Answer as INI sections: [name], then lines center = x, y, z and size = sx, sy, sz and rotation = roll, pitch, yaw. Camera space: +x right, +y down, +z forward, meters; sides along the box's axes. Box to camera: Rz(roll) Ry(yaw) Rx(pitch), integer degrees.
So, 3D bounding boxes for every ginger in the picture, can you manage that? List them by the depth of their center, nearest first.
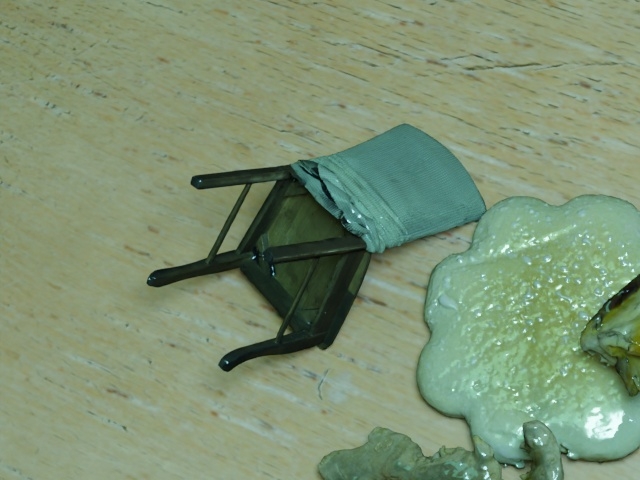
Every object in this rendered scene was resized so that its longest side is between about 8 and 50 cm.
[ginger]
center = 0.115, 0.256, 1.663
size = 0.258, 0.065, 0.149
rotation = -5, 84, 24

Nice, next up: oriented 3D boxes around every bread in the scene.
[bread]
center = 0.246, 0.086, 1.719
size = 0.316, 0.054, 0.316
rotation = -6, 65, 12

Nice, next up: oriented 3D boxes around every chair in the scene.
[chair]
center = 0.000, 0.000, 1.777
size = 0.160, 0.319, 0.186
rotation = 46, 128, 27

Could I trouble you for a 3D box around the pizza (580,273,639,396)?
[pizza]
center = 0.522, 0.057, 1.600
size = 0.435, 0.080, 0.392
rotation = 25, 57, 27
